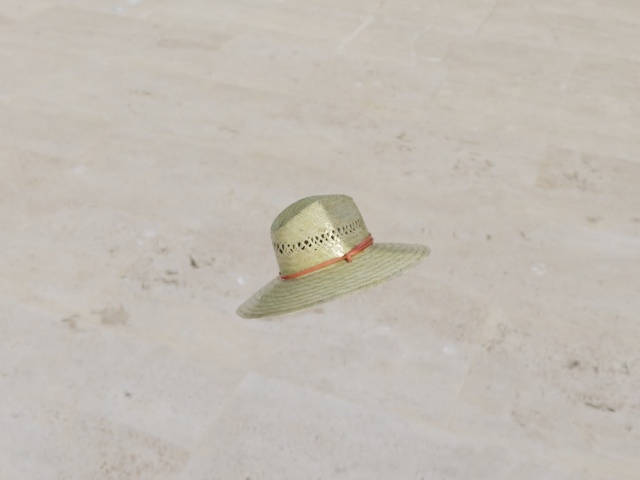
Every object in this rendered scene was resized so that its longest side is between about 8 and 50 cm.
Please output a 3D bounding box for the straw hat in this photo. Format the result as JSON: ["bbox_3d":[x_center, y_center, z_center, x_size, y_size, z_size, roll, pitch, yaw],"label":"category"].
[{"bbox_3d":[0.000,0.000,0.599,0.144,0.061,0.144,-18,8,3],"label":"straw hat"}]
